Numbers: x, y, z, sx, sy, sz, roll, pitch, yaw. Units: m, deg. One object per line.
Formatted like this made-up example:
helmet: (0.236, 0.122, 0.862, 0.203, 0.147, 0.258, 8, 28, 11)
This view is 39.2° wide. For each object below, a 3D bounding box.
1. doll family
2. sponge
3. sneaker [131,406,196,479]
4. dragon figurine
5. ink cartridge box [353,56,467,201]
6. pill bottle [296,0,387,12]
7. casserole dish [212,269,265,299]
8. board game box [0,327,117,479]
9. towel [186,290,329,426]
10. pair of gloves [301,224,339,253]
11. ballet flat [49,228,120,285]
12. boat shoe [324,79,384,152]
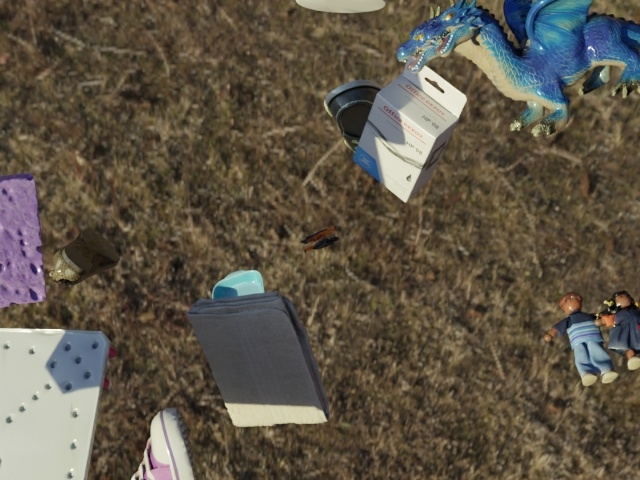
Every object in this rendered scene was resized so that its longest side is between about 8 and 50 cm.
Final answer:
doll family: (0.343, 0.093, 0.975, 0.193, 0.076, 0.111, -1, 55, -11)
sponge: (-0.352, 0.010, 0.782, 0.210, 0.117, 0.031, -8, 18, -21)
sneaker: (-0.240, 0.353, 1.186, 0.161, 0.282, 0.102, -5, 25, -12)
dragon figurine: (0.215, -0.187, 0.790, 0.289, 0.144, 0.085, -25, 19, -6)
ink cartridge box: (0.118, -0.150, 1.226, 0.104, 0.180, 0.060, 40, 56, 15)
pill bottle: (0.028, -0.381, 0.975, 0.136, 0.136, 0.246, 2, 92, -4)
casserole dish: (-0.163, 0.137, 1.856, 0.114, 0.037, 0.188, -19, 41, 5)
board game box: (-0.491, 0.315, 1.242, 0.390, 0.050, 0.390, 0, 69, 15)
towel: (-0.104, 0.210, 1.553, 0.187, 0.282, 0.049, -6, 31, 18)
pair of gloves: (0.000, 0.000, 1.753, 0.074, 0.083, 0.010, -23, 69, -2)
ballet flat: (-0.404, 0.034, 1.531, 0.084, 0.250, 0.058, 44, 97, -6)
boat shoe: (0.092, -0.207, 1.650, 0.109, 0.305, 0.091, -21, 74, 13)
